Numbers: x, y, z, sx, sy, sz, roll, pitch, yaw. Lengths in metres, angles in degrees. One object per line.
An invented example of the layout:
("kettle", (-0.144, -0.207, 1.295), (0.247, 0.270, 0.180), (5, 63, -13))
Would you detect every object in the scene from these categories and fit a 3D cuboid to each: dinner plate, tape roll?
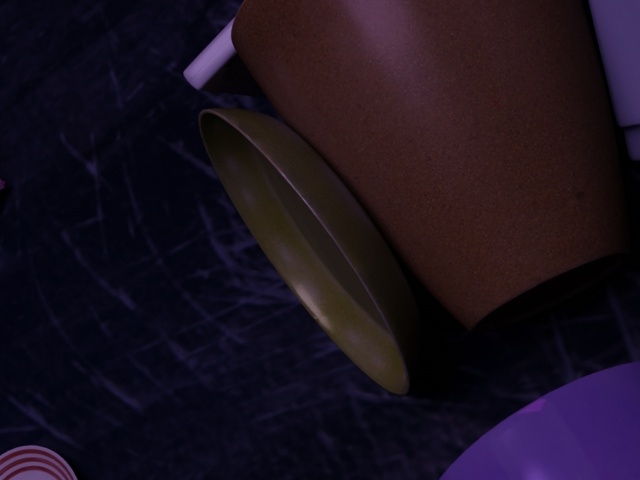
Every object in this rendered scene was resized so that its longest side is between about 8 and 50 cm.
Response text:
("dinner plate", (-0.241, 0.238, 1.375), (0.141, 0.017, 0.141), (-11, 70, 31))
("tape roll", (0.163, 0.160, 1.013), (0.189, 0.189, 0.080), (-39, 58, 19))

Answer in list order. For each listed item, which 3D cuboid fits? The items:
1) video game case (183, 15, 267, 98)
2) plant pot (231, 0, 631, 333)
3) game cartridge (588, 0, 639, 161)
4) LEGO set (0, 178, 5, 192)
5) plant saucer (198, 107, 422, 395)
("video game case", (0.000, -0.178, 1.246), (0.190, 0.173, 0.022), (-45, 79, 15))
("plant pot", (0.096, -0.075, 1.131), (0.237, 0.237, 0.254), (-30, 75, 24))
("game cartridge", (0.311, -0.170, 1.051), (0.294, 0.060, 0.196), (-10, 100, 32))
("LEGO set", (-0.355, -0.112, 1.520), (0.227, 0.093, 0.087), (63, 152, 3))
("plant saucer", (0.000, 0.000, 1.168), (0.037, 0.241, 0.241), (-36, 54, -12))
